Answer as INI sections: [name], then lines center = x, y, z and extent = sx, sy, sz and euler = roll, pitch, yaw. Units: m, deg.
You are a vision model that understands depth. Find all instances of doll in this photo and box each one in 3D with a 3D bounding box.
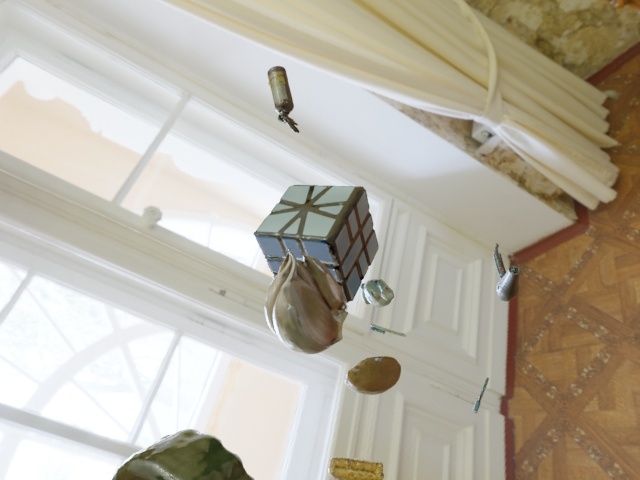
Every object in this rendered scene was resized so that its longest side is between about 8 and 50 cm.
[doll]
center = 0.196, 0.182, 1.527
extent = 0.072, 0.103, 0.214
euler = -23, -2, -19

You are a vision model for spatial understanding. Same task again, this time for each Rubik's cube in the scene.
[Rubik's cube]
center = 0.000, 0.000, 1.444
extent = 0.289, 0.283, 0.293
euler = 4, 45, 27

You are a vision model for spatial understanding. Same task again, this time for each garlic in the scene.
[garlic]
center = -0.034, 0.166, 1.141
extent = 0.237, 0.292, 0.210
euler = -53, 26, -17

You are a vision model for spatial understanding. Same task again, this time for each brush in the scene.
[brush]
center = 0.324, 0.439, 2.109
extent = 0.033, 0.179, 0.029
euler = -142, 70, -83

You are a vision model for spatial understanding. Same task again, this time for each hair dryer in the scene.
[hair dryer]
center = 0.789, 0.112, 1.915
extent = 0.235, 0.092, 0.271
euler = 75, -173, -52

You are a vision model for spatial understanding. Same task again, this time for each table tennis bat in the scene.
[table tennis bat]
center = 0.635, 0.611, 1.738
extent = 0.155, 0.019, 0.100
euler = -51, -30, -33

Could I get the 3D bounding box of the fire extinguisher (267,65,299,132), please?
[fire extinguisher]
center = -0.125, -0.521, 1.636
extent = 0.075, 0.106, 0.251
euler = -35, 63, 51

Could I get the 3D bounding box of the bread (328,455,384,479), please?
[bread]
center = 0.136, 0.870, 1.671
extent = 0.114, 0.211, 0.083
euler = 80, -167, -62

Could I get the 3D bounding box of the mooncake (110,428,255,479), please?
[mooncake]
center = -0.309, 0.623, 1.006
extent = 0.356, 0.356, 0.194
euler = -57, -22, 18

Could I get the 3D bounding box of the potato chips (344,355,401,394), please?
[potato chips]
center = 0.191, 0.480, 1.520
extent = 0.195, 0.208, 0.061
euler = -40, 34, 11
